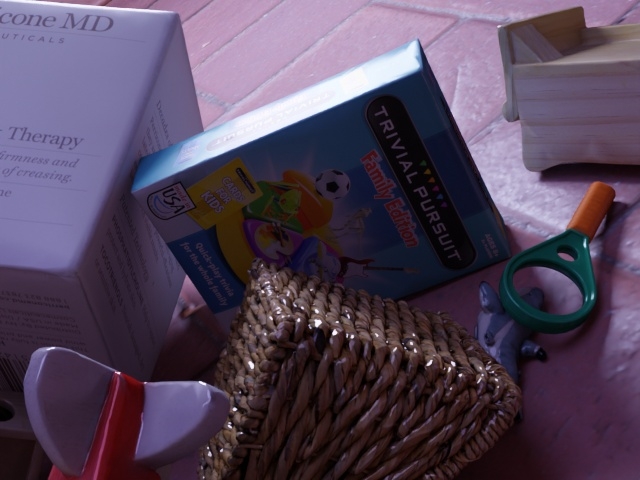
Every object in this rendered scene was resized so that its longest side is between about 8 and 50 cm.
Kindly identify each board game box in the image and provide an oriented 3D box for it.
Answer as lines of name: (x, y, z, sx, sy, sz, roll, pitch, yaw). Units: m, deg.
board game box: (0.004, -0.036, 1.219, 0.336, 0.253, 0.079, -22, 32, 15)

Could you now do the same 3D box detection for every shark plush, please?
shark plush: (0.184, 0.098, 1.058, 0.067, 0.073, 0.161, 4, 30, 4)

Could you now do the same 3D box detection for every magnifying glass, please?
magnifying glass: (0.250, 0.012, 1.118, 0.092, 0.026, 0.231, 26, 47, 15)

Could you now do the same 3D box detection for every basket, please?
basket: (0.020, 0.164, 1.005, 0.299, 0.223, 0.213, -131, 59, -77)

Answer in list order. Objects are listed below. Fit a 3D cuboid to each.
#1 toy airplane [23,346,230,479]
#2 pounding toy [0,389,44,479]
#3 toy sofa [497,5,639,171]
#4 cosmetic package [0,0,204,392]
toy airplane: (-0.198, 0.265, 0.791, 0.384, 0.272, 0.386, 50, 118, 33)
pounding toy: (-0.349, 0.228, 1.304, 0.094, 0.206, 0.181, -118, 42, -62)
toy sofa: (0.379, -0.174, 1.214, 0.150, 0.177, 0.363, -22, 17, -35)
cosmetic package: (-0.350, -0.043, 1.363, 0.330, 0.327, 0.393, 6, 54, 9)
